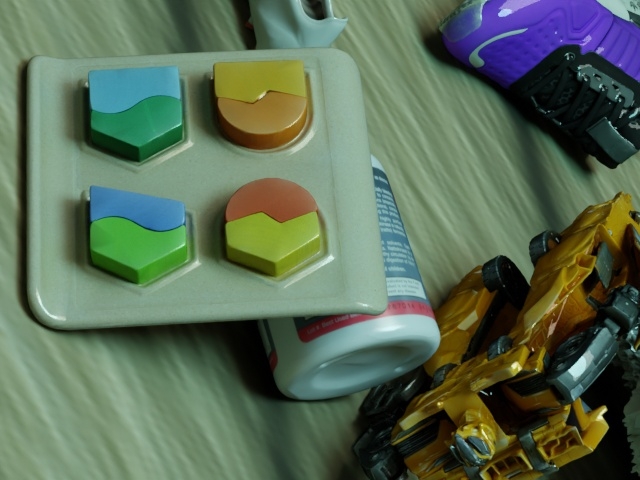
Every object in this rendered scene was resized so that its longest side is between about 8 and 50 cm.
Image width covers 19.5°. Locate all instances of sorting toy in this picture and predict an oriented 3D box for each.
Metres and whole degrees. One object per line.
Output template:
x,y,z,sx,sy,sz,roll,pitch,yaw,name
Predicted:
-0.069,-0.039,1.103,0.208,0.038,0.193,-1,57,-8,sorting toy

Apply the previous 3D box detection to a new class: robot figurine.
0.134,0.074,1.210,0.085,0.211,0.291,54,29,-11,robot figurine

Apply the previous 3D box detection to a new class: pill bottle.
0.000,0.000,1.180,0.108,0.108,0.180,6,60,-48,pill bottle

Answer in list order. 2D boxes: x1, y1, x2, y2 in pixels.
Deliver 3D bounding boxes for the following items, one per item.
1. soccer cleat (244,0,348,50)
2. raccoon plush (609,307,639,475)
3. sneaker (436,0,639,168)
-0.037,-0.215,1.328,0.068,0.076,0.196,-5,68,-51,soccer cleat
0.378,0.161,1.365,0.446,0.216,0.299,36,29,-26,raccoon plush
0.220,-0.134,1.549,0.293,0.102,0.146,4,61,-48,sneaker
